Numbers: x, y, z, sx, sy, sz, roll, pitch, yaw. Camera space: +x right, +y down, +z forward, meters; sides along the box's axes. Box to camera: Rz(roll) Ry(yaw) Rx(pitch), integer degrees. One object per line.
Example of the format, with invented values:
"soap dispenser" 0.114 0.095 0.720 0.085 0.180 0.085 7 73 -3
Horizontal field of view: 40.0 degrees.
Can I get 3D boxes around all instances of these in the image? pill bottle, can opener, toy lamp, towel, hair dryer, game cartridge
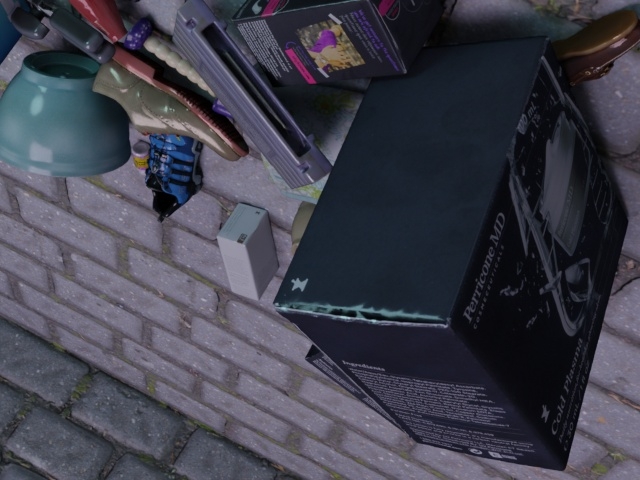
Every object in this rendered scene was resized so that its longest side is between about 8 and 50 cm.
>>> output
"pill bottle" -0.421 -0.193 2.085 0.043 0.043 0.083 23 147 13
"can opener" -0.512 -0.414 1.756 0.280 0.093 0.074 31 174 36
"toy lamp" -0.250 -0.331 1.725 0.275 0.080 0.080 36 148 -5
"towel" 0.039 -0.178 1.683 0.375 0.090 0.320 15 145 24
"hair dryer" -0.397 -0.488 1.596 0.224 0.080 0.293 23 140 14
"game cartridge" -0.122 -0.245 1.522 0.355 0.068 0.230 51 175 -8

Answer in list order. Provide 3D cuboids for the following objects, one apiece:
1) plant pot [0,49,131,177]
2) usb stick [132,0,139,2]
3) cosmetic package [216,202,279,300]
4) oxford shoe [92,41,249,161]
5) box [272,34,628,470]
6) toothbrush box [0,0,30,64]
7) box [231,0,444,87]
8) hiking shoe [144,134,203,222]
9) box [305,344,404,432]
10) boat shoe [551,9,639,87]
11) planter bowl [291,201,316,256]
"plant pot" -0.547 -0.287 1.878 0.293 0.293 0.196 20 120 17
"usb stick" -0.406 -0.523 1.512 0.278 0.045 0.077 41 119 -3
"cosmetic package" -0.172 0.030 2.118 0.086 0.117 0.231 17 144 20
"oxford shoe" -0.303 -0.254 1.789 0.348 0.130 0.123 37 -168 3
"box" 0.234 0.027 1.364 0.297 0.479 0.472 2 148 38
"toothbrush box" -0.720 -0.472 1.737 0.126 0.216 0.295 23 160 13
"box" 0.027 -0.352 1.377 0.270 0.165 0.143 2 139 38
"hiking shoe" -0.335 -0.170 1.960 0.113 0.132 0.304 19 146 18
"box" 0.197 0.278 2.093 0.343 0.179 0.312 38 148 -11
"boat shoe" 0.391 -0.269 1.284 0.073 0.073 0.207 42 154 -19
"planter bowl" 0.000 0.000 1.940 0.162 0.109 0.162 22 147 15
